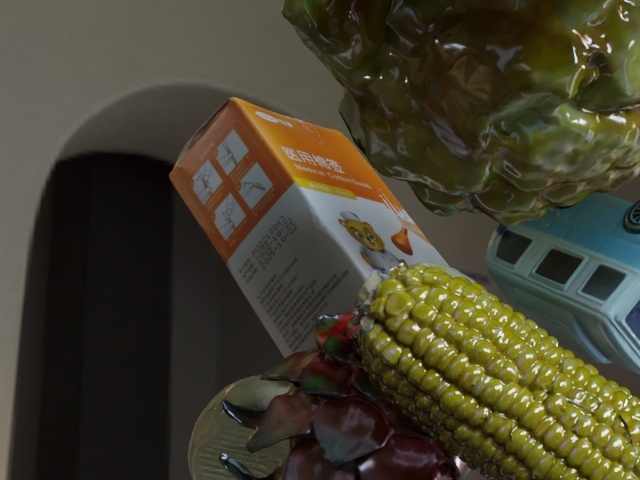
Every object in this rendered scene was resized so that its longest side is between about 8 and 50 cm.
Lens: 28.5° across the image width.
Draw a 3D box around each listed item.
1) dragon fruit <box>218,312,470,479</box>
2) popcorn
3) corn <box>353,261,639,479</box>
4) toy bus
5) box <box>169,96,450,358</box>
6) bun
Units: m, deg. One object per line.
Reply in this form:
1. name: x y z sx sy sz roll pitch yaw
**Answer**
1. dragon fruit: 0.027 0.105 0.702 0.121 0.142 0.130 45 4 -16
2. popcorn: 0.147 -0.157 1.055 0.335 0.279 0.274 -4 18 44
3. corn: 0.111 0.092 0.611 0.238 0.080 0.080 37 -14 18
4. toy bus: 0.294 0.034 1.356 0.133 0.165 0.271 47 -8 -27
5. box: 0.000 0.000 1.501 0.225 0.341 0.143 12 -56 -50
6. bun: -0.042 0.239 1.440 0.222 0.222 0.127 -11 19 24
